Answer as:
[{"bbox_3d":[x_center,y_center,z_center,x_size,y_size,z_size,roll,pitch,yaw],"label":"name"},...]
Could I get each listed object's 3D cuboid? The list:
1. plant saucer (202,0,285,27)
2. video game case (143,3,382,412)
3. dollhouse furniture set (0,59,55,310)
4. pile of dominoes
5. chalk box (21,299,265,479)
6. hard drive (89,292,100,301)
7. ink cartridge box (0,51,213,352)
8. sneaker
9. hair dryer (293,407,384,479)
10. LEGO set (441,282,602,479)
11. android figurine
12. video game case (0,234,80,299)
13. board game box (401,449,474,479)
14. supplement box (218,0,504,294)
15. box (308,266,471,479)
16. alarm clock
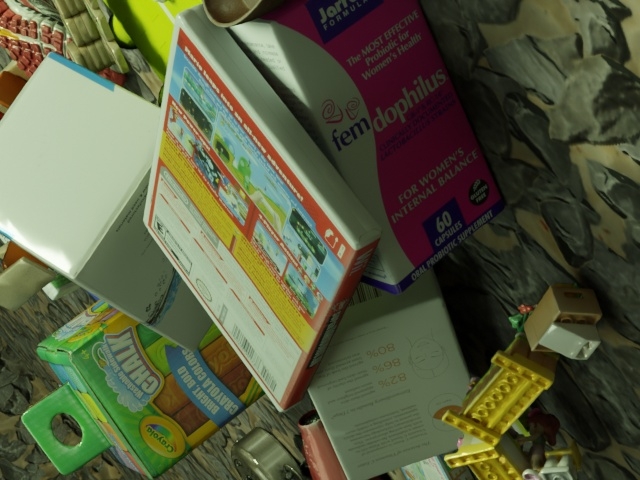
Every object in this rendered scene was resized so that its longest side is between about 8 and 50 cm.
[{"bbox_3d":[-0.028,-0.212,0.850,0.029,0.168,0.168,13,176,-26],"label":"plant saucer"},{"bbox_3d":[-0.054,-0.010,0.984,0.204,0.025,0.285,53,154,17],"label":"video game case"},{"bbox_3d":[-0.272,-0.055,1.483,0.259,0.262,0.135,32,139,-26],"label":"dollhouse furniture set"},{"bbox_3d":[-0.257,-0.270,1.253,0.251,0.040,0.196,66,172,-22],"label":"pile of dominoes"},{"bbox_3d":[-0.203,0.152,1.579,0.180,0.289,0.179,56,159,-12],"label":"chalk box"},{"bbox_3d":[-0.379,-0.006,2.056,0.318,0.040,0.210,39,156,32],"label":"hard drive"},{"bbox_3d":[-0.185,-0.031,1.283,0.171,0.168,0.233,28,172,28],"label":"ink cartridge box"},{"bbox_3d":[-0.299,-0.237,1.457,0.225,0.093,0.088,36,139,2],"label":"sneaker"},{"bbox_3d":[0.010,0.298,1.668,0.223,0.080,0.293,42,157,27],"label":"hair dryer"},{"bbox_3d":[0.168,0.121,1.061,0.132,0.107,0.287,1,130,20],"label":"LEGO set"},{"bbox_3d":[-0.119,-0.184,1.184,0.248,0.056,0.273,55,161,-7],"label":"android figurine"},{"bbox_3d":[-0.298,-0.042,1.605,0.193,0.212,0.023,49,129,9],"label":"video game case"},{"bbox_3d":[0.102,0.208,1.395,0.103,0.026,0.154,19,141,56],"label":"board game box"},{"bbox_3d":[0.022,-0.088,0.954,0.114,0.111,0.220,18,141,56],"label":"supplement box"},{"bbox_3d":[0.054,0.102,1.141,0.091,0.130,0.170,-105,-5,-53],"label":"box"},{"bbox_3d":[-0.066,0.330,1.918,0.129,0.064,0.192,55,157,-6],"label":"alarm clock"}]
